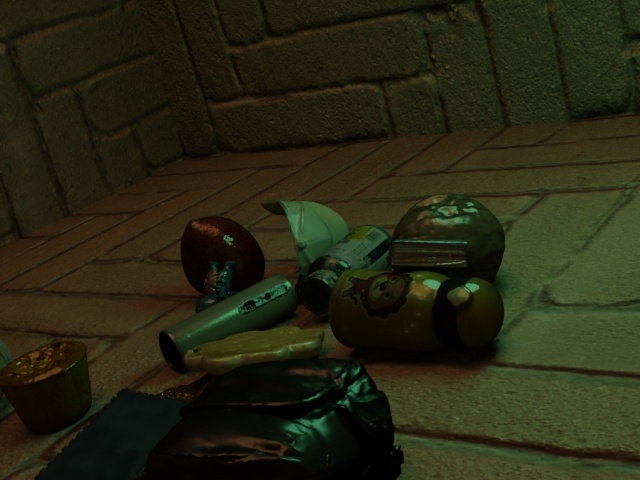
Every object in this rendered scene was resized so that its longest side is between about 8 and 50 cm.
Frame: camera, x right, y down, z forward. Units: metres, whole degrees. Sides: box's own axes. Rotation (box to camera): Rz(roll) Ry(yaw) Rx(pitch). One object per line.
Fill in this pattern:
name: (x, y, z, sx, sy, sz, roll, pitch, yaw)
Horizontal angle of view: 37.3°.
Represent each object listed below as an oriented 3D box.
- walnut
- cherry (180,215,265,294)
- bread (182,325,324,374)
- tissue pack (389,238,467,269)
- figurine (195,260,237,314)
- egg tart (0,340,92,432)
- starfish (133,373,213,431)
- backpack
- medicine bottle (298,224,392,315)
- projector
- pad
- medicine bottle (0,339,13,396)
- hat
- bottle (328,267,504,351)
walnut: (0.282, 0.016, 2.143, 0.273, 0.227, 0.273, -8, 18, 3)
cherry: (-0.265, 0.035, 2.551, 0.206, 0.239, 0.239, -19, 16, -38)
bread: (-0.139, 0.235, 2.019, 0.316, 0.054, 0.316, -8, 3, 0)
tissue pack: (0.222, 0.029, 1.957, 0.155, 0.065, 0.115, 0, -1, 3)
figurine: (-0.237, 0.143, 2.353, 0.114, 0.178, 0.144, -12, -24, 40)
egg tart: (-0.584, 0.322, 2.058, 0.203, 0.147, 0.202, -15, 16, 4)
starfish: (-0.306, 0.344, 1.929, 0.247, 0.050, 0.138, -26, 20, -12)
backpack: (-0.083, 0.336, 1.424, 0.363, 0.254, 0.446, -7, 5, 23)
medicine bottle: (0.064, 0.075, 2.292, 0.141, 0.141, 0.293, -3, 21, 34)
projector: (-0.212, 0.190, 2.226, 0.338, 0.108, 0.108, -26, 20, -31)
pad: (-0.387, 0.388, 1.820, 0.270, 0.012, 0.269, 2, 37, 44)
medicine bottle: (-0.833, 0.341, 2.117, 0.202, 0.202, 0.316, -13, 18, 8)
hat: (-0.008, 0.001, 2.432, 0.168, 0.257, 0.301, -8, 5, 40)
bottle: (0.202, 0.139, 1.918, 0.351, 0.171, 0.171, -2, 21, 37)
